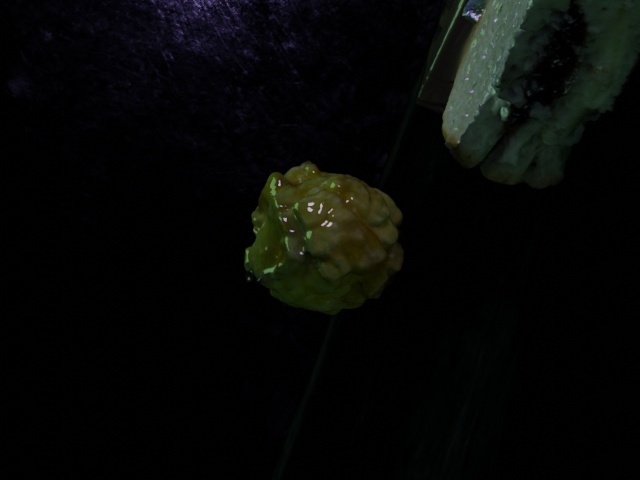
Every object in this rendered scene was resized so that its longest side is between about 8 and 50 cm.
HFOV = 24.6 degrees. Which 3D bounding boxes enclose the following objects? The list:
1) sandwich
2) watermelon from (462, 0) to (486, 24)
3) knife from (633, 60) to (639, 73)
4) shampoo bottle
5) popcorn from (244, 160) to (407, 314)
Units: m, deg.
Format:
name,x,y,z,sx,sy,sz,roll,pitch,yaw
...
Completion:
name,x,y,z,sx,sy,sz,roll,pitch,yaw
sandwich,0.167,-0.150,1.004,0.288,0.099,0.254,-86,14,-78
watermelon,0.211,-0.245,1.555,0.155,0.101,0.080,-61,-12,-12
knife,0.223,-0.136,0.942,0.170,0.010,0.023,122,162,-80
shampoo bottle,0.223,-0.348,2.072,0.125,0.084,0.350,-67,-3,-75
popcorn,0.000,0.000,2.280,0.215,0.252,0.286,-35,-4,-39
